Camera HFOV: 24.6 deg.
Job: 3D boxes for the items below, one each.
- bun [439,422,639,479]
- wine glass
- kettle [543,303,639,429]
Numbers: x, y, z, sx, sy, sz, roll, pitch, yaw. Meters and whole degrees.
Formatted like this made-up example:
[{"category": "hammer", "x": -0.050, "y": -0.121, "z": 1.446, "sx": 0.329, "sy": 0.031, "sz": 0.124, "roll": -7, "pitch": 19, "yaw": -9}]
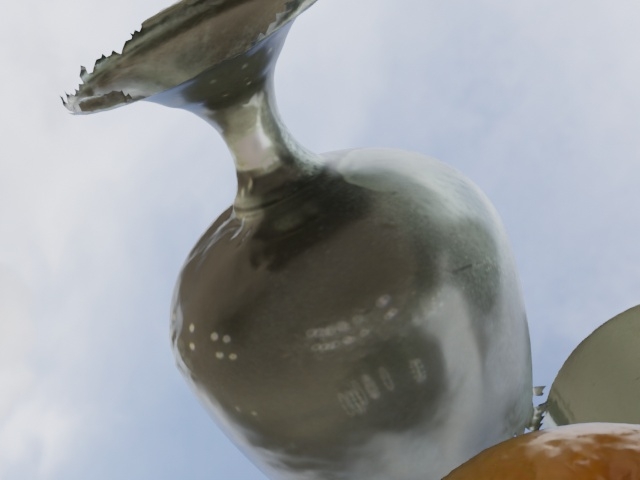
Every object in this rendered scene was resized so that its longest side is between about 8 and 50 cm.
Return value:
[{"category": "bun", "x": 0.152, "y": 0.241, "z": 0.711, "sx": 0.165, "sy": 0.298, "sz": 0.299, "roll": 150, "pitch": -47, "yaw": -81}, {"category": "wine glass", "x": 0.000, "y": 0.000, "z": 0.915, "sx": 0.238, "sy": 0.323, "sz": 0.238, "roll": -23, "pitch": -158, "yaw": 10}, {"category": "kettle", "x": 0.344, "y": 0.288, "z": 1.273, "sx": 0.377, "sy": 0.250, "sz": 0.361, "roll": -107, "pitch": -147, "yaw": -62}]
